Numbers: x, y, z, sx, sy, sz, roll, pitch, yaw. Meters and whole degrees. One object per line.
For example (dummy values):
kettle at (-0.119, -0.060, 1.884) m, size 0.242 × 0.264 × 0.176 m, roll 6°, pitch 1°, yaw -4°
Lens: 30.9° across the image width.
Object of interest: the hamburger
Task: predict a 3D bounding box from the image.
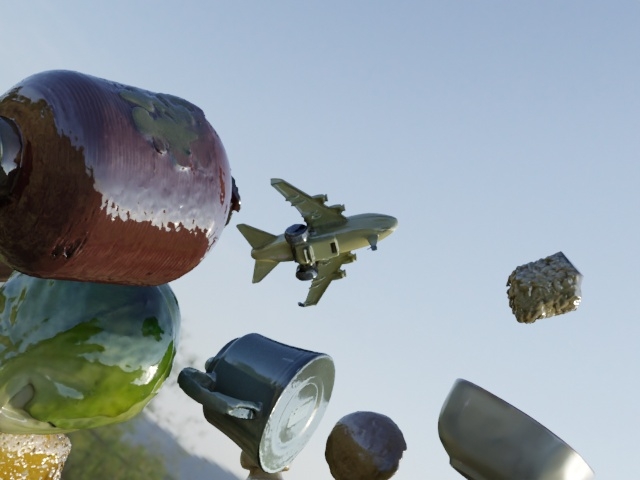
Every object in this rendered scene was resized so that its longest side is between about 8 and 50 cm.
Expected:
hamburger at (-0.510, 0.327, 1.725) m, size 0.163 × 0.244 × 0.244 m, roll 29°, pitch -20°, yaw 34°

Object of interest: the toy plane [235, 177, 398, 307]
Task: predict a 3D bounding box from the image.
toy plane at (0.000, 0.000, 1.884) m, size 0.256 × 0.104 × 0.242 m, roll -7°, pitch -62°, yaw 13°

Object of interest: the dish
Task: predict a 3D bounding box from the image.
dish at (0.279, 0.327, 1.743) m, size 0.256 × 0.117 × 0.256 m, roll 35°, pitch -10°, yaw 7°

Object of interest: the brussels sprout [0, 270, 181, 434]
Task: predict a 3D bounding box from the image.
brussels sprout at (-0.283, 0.117, 1.325) m, size 0.219 × 0.271 × 0.210 m, roll 54°, pitch -40°, yaw 7°

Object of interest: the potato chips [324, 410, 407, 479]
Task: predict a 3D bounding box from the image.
potato chips at (0.073, 0.371, 2.087) m, size 0.049 × 0.150 × 0.202 m, roll 48°, pitch 3°, yaw -33°

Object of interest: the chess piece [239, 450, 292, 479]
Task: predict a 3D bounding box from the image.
chess piece at (-0.112, 0.464, 2.332) m, size 0.142 × 0.261 × 0.143 m, roll 1°, pitch -20°, yaw 0°

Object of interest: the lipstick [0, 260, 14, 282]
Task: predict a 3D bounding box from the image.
lipstick at (-0.475, 0.030, 1.816) m, size 0.254 × 0.070 × 0.070 m, roll -4°, pitch -42°, yaw 31°

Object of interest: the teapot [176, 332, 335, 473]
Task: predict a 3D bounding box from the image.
teapot at (-0.089, 0.183, 1.436) m, size 0.149 × 0.162 × 0.239 m, roll 27°, pitch 10°, yaw 25°

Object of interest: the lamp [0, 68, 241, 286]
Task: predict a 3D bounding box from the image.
lamp at (-0.187, -0.052, 0.964) m, size 0.258 × 0.180 × 0.180 m, roll 10°, pitch 13°, yaw -45°

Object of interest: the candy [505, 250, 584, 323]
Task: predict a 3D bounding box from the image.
candy at (0.322, 0.071, 1.669) m, size 0.085 × 0.110 × 0.095 m, roll -118°, pitch -161°, yaw -54°
